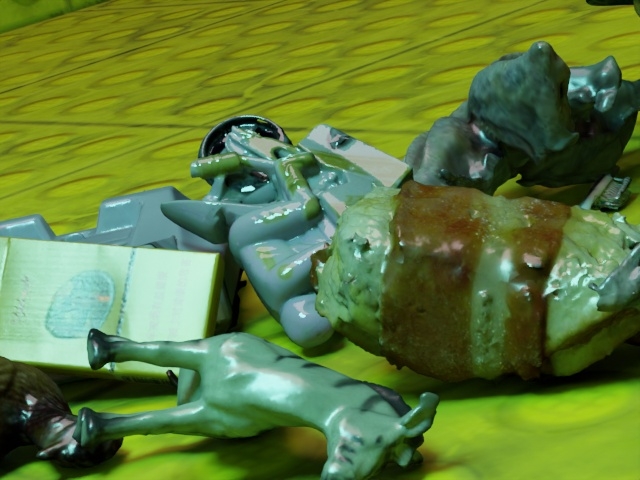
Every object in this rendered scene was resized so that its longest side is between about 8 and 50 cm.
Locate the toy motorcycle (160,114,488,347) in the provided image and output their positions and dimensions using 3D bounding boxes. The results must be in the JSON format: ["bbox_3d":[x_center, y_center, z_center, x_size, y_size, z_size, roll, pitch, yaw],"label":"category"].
[{"bbox_3d":[0.000,0.000,1.233,0.225,0.073,0.152,20,59,20],"label":"toy motorcycle"}]

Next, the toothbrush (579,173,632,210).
[{"bbox_3d":[0.166,0.003,1.276,0.026,0.024,0.288,8,20,20],"label":"toothbrush"}]

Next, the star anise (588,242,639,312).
[{"bbox_3d":[0.241,0.017,0.982,0.171,0.063,0.208,21,21,14],"label":"star anise"}]

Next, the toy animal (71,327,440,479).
[{"bbox_3d":[-0.042,0.085,1.029,0.176,0.073,0.217,6,-1,-11],"label":"toy animal"}]

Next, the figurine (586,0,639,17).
[{"bbox_3d":[0.284,-0.208,1.395,0.411,0.241,0.306,32,-1,28],"label":"figurine"}]

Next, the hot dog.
[{"bbox_3d":[0.097,0.029,1.081,0.213,0.103,0.146,11,22,16],"label":"hot dog"}]

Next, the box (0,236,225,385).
[{"bbox_3d":[-0.142,0.045,1.206,0.155,0.087,0.023,4,-17,13],"label":"box"}]

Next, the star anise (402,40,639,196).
[{"bbox_3d":[0.137,-0.064,1.381,0.198,0.111,0.257,-35,-8,16],"label":"star anise"}]

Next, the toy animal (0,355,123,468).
[{"bbox_3d":[-0.220,0.112,1.091,0.179,0.089,0.188,16,23,34],"label":"toy animal"}]

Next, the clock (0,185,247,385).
[{"bbox_3d":[-0.179,0.035,1.330,0.253,0.083,0.186,-12,14,4],"label":"clock"}]
